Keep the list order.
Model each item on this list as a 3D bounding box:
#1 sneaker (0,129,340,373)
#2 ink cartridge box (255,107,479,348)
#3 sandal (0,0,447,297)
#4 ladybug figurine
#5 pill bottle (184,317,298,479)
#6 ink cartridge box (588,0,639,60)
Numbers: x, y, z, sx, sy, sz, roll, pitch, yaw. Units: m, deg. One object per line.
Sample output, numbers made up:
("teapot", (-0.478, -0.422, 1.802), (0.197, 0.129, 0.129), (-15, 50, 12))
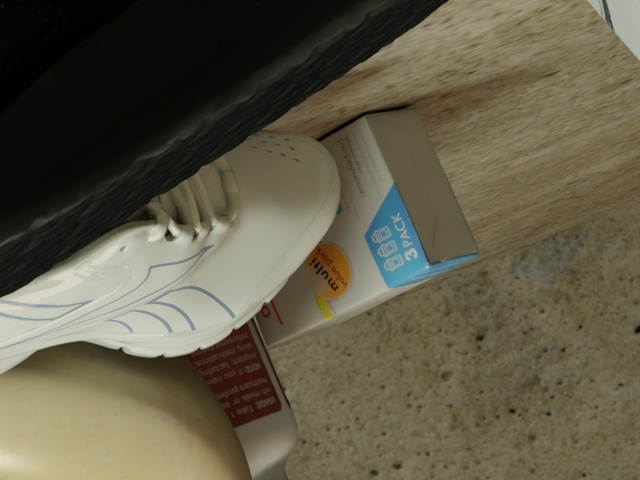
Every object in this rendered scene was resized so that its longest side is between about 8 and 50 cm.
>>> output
("sneaker", (-0.100, -0.001, 0.943), (0.297, 0.111, 0.129), (-19, 166, -37))
("ink cartridge box", (0.000, 0.000, 1.245), (0.181, 0.104, 0.062), (-29, 171, 37))
("sandal", (-0.123, -0.040, 0.657), (0.446, 0.107, 0.167), (-34, 178, -30))
("ladybug figurine", (-0.249, 0.158, 1.124), (0.449, 0.305, 0.162), (-19, -142, 15))
("pill bottle", (-0.088, 0.097, 1.232), (0.121, 0.216, 0.121), (-23, 173, -3))
("ink cartridge box", (0.153, -0.118, 0.708), (0.109, 0.063, 0.150), (-23, -146, -1))
